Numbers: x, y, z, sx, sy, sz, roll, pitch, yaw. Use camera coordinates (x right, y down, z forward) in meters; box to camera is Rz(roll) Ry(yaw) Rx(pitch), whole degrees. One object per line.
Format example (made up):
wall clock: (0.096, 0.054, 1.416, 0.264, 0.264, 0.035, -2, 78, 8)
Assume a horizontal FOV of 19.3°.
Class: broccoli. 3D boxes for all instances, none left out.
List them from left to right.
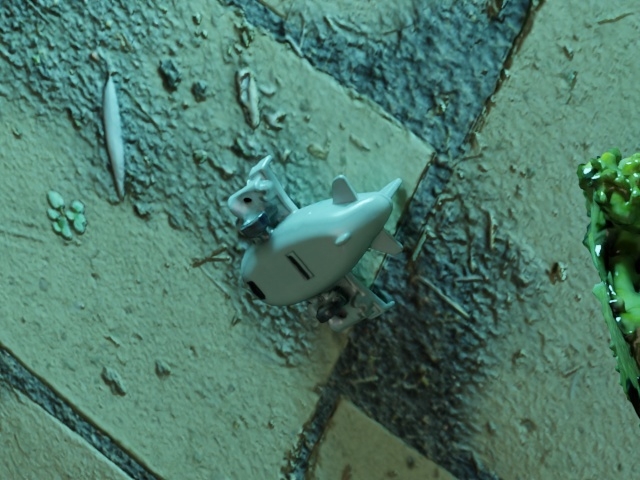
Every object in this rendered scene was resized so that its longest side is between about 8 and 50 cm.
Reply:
broccoli: (0.292, 0.037, 1.349, 0.180, 0.273, 0.242, -16, 96, 5)

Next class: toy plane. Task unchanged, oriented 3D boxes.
toy plane: (-0.001, 0.002, 1.627, 0.174, 0.080, 0.174, 13, 126, 18)
